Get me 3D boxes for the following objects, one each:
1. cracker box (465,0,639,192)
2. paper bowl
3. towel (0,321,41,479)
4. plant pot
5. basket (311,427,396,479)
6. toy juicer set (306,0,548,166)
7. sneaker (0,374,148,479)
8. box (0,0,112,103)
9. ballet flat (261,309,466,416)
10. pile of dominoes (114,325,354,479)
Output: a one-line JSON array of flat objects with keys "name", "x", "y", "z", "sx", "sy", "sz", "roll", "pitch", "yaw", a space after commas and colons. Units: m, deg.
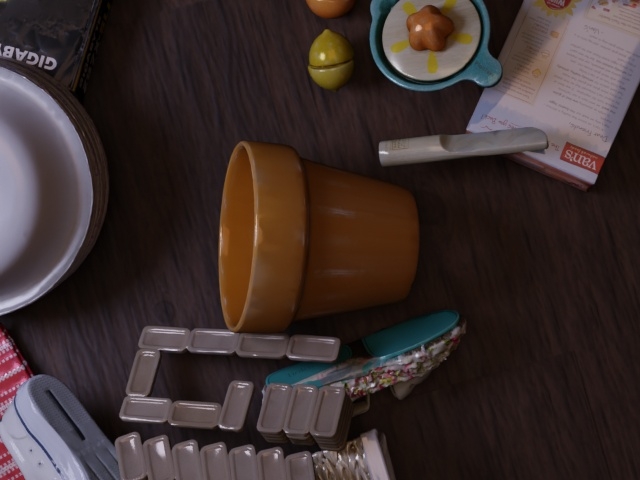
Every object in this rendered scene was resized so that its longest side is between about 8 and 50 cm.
[{"name": "cracker box", "x": 0.277, "y": -0.190, "z": 1.874, "sx": 0.155, "sy": 0.067, "sz": 0.232, "roll": 24, "pitch": 84, "yaw": 5}, {"name": "paper bowl", "x": -0.379, "y": -0.056, "z": 1.799, "sx": 0.284, "sy": 0.148, "sz": 0.284, "roll": 1, "pitch": 98, "yaw": 6}, {"name": "towel", "x": -0.368, "y": 0.255, "z": 1.855, "sx": 0.199, "sy": 0.031, "sz": 0.275, "roll": -31, "pitch": 83, "yaw": -3}, {"name": "plant pot", "x": 0.000, "y": 0.000, "z": 1.804, "sx": 0.188, "sy": 0.205, "sz": 0.205, "roll": 3, "pitch": 83, "yaw": -13}, {"name": "basket", "x": 0.038, "y": 0.295, "z": 1.802, "sx": 0.103, "sy": 0.113, "sz": 0.167, "roll": -16, "pitch": 83, "yaw": 3}, {"name": "toy juicer set", "x": 0.089, "y": -0.207, "z": 1.836, "sx": 0.209, "sy": 0.089, "sz": 0.329, "roll": -26, "pitch": 71, "yaw": 8}, {"name": "sneaker", "x": -0.252, "y": 0.266, "z": 1.791, "sx": 0.091, "sy": 0.094, "sz": 0.258, "roll": -48, "pitch": 69, "yaw": 34}, {"name": "box", "x": -0.390, "y": -0.323, "z": 1.901, "sx": 0.322, "sy": 0.079, "sz": 0.257, "roll": 16, "pitch": 82, "yaw": 3}, {"name": "ballet flat", "x": 0.053, "y": 0.148, "z": 1.844, "sx": 0.241, "sy": 0.091, "sz": 0.077, "roll": -20, "pitch": 114, "yaw": 3}, {"name": "pile of dominoes", "x": -0.094, "y": 0.190, "z": 1.785, "sx": 0.251, "sy": 0.040, "sz": 0.196, "roll": 2, "pitch": 58, "yaw": 20}]
